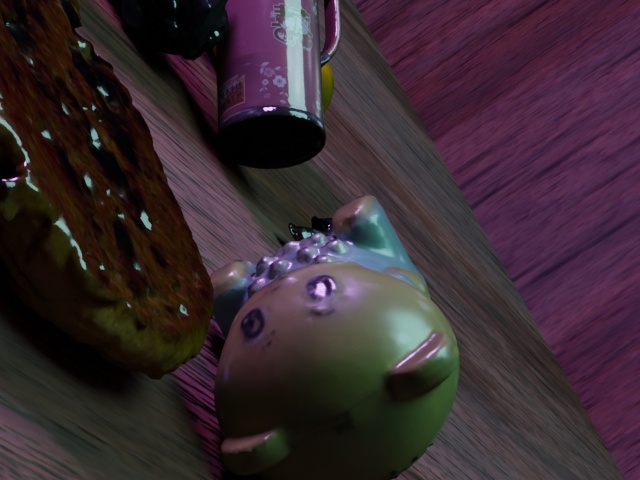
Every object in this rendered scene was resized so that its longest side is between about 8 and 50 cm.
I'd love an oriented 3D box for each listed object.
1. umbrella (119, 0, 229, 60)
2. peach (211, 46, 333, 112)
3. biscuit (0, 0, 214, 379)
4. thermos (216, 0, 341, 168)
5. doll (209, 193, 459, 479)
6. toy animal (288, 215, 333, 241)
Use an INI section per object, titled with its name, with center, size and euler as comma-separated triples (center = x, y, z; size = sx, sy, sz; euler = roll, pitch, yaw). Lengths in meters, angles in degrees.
[umbrella]
center = -0.214, -0.322, 1.782
size = 0.340, 0.118, 0.118
euler = 50, 11, -2
[peach]
center = -0.060, -0.208, 2.083
size = 0.179, 0.103, 0.179
euler = 51, 10, -13
[biscuit]
center = -0.179, -0.062, 1.154
size = 0.289, 0.081, 0.334
euler = 41, 23, -58
[thermos]
center = -0.042, -0.243, 1.869
size = 0.109, 0.136, 0.330
euler = 100, -11, -62
[doll]
center = 0.008, 0.084, 1.304
size = 0.260, 0.177, 0.161
euler = -98, 163, -77
[toy animal]
center = 0.008, 0.007, 1.896
size = 0.105, 0.070, 0.202
euler = 48, 12, 19
